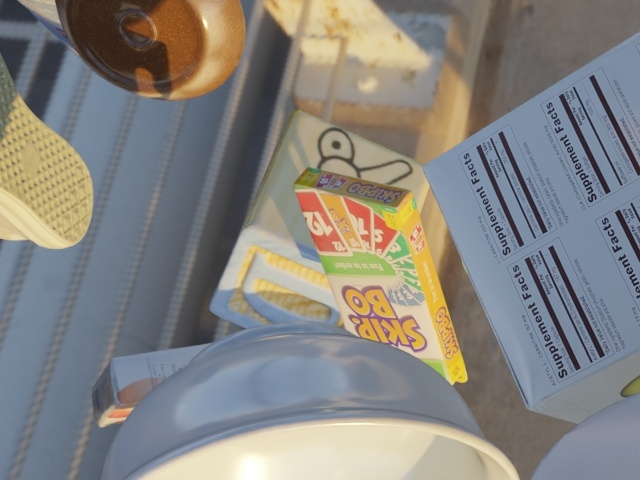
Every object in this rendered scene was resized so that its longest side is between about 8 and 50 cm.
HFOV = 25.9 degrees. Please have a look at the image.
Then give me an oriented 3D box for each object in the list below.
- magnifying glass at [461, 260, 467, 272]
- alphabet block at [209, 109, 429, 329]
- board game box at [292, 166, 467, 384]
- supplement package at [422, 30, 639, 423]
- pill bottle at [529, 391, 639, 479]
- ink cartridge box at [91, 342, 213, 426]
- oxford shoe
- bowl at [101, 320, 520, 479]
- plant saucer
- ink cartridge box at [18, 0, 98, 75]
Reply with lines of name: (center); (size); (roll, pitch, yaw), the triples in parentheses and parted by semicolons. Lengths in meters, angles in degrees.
magnifying glass: (0.215, -0.029, 1.754); (0.092, 0.231, 0.026); (3, 37, 21)
alphabet block: (0.000, 0.000, 1.651); (0.192, 0.193, 0.197); (25, 52, -4)
board game box: (0.063, 0.045, 1.363); (0.124, 0.259, 0.039); (15, 52, 36)
supplement package: (0.203, -0.007, 0.736); (0.203, 0.194, 0.149); (-32, 63, 22)
pill bottle: (0.187, 0.210, 0.546); (0.169, 0.169, 0.302); (-22, 106, 2)
ink cartridge box: (-0.098, 0.119, 1.186); (0.179, 0.145, 0.045); (-5, 77, -17)
oxford shoe: (-0.393, -0.124, 1.502); (0.130, 0.449, 0.169); (3, 63, 20)
bowl: (-0.020, 0.148, 0.953); (0.297, 0.298, 0.134); (-15, 53, 5)
plant saucer: (-0.171, -0.210, 1.334); (0.198, 0.199, 0.036); (6, 39, 15)
ink cartridge box: (-0.296, -0.411, 1.878); (0.151, 0.395, 0.270); (18, 75, 35)
